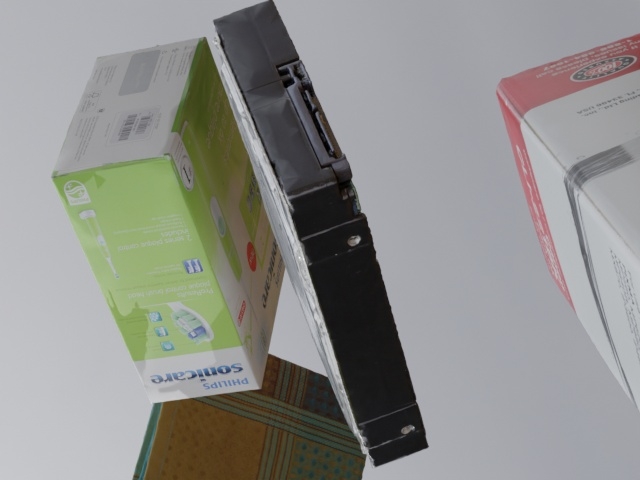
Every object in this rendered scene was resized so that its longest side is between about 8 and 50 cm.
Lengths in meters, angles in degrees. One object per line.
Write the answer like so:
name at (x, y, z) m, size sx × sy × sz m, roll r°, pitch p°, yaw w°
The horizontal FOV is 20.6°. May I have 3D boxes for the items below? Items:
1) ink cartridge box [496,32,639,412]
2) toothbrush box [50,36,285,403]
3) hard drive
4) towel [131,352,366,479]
ink cartridge box at (0.204, -0.014, 0.730) m, size 0.273 × 0.197 × 0.114 m, roll -107°, pitch -2°, yaw -71°
toothbrush box at (-0.137, -0.018, 1.696) m, size 0.206 × 0.122 × 0.283 m, roll -79°, pitch -23°, yaw -52°
hard drive at (0.000, 0.000, 1.460) m, size 0.339 × 0.064 × 0.237 m, roll 74°, pitch 175°, yaw -46°
towel at (-0.084, 0.293, 1.950) m, size 0.271 × 0.040 × 0.370 m, roll 24°, pitch -124°, yaw -19°
